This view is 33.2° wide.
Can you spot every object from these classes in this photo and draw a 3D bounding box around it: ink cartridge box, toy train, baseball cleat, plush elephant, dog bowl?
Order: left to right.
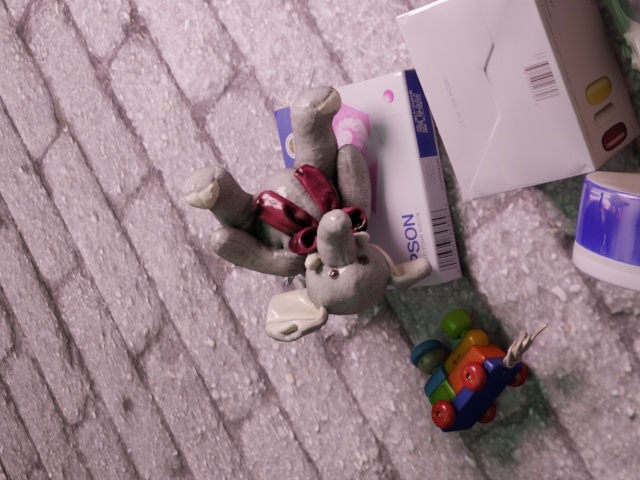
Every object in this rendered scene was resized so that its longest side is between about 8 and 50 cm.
[{"bbox_3d":[0.000,0.000,1.540,0.255,0.272,0.330,39,155,46],"label":"plush elephant"},{"bbox_3d":[0.050,-0.079,1.695,0.330,0.071,0.324,-10,93,42],"label":"ink cartridge box"},{"bbox_3d":[0.229,0.154,1.565,0.143,0.105,0.248,58,132,35],"label":"toy train"},{"bbox_3d":[0.404,-0.299,1.326,0.109,0.072,0.205,-14,68,6],"label":"baseball cleat"},{"bbox_3d":[0.426,-0.009,1.222,0.265,0.265,0.104,14,106,40],"label":"dog bowl"}]

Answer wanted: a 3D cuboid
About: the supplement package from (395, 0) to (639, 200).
[{"bbox_3d":[0.256,-0.212,1.382,0.204,0.145,0.261,-12,105,44],"label":"supplement package"}]
